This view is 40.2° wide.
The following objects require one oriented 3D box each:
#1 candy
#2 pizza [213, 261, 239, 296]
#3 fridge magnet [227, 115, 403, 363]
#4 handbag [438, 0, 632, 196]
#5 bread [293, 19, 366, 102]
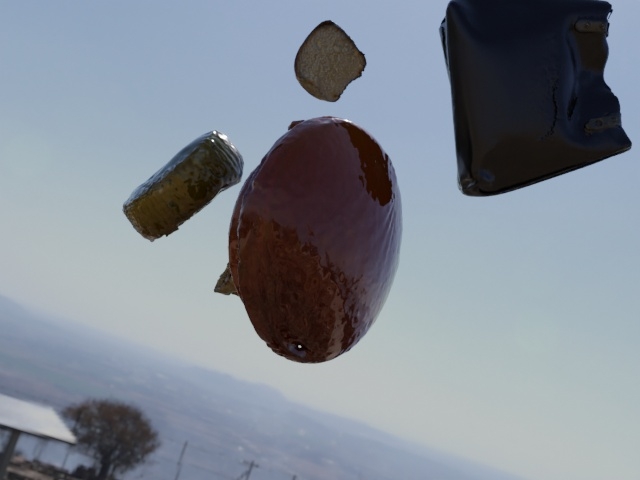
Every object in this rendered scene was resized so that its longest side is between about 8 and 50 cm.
[{"bbox_3d":[-0.265,-0.105,1.698,0.118,0.260,0.260,51,-18,-11],"label":"candy"},{"bbox_3d":[-0.089,0.064,1.821,0.296,0.071,0.189,-3,-48,11],"label":"pizza"},{"bbox_3d":[0.000,0.000,1.288,0.155,0.364,0.363,7,-15,38],"label":"fridge magnet"},{"bbox_3d":[0.350,-0.251,1.434,0.287,0.343,0.152,-6,-1,1],"label":"handbag"},{"bbox_3d":[0.012,-0.325,1.611,0.126,0.129,0.044,42,-15,-18],"label":"bread"}]
